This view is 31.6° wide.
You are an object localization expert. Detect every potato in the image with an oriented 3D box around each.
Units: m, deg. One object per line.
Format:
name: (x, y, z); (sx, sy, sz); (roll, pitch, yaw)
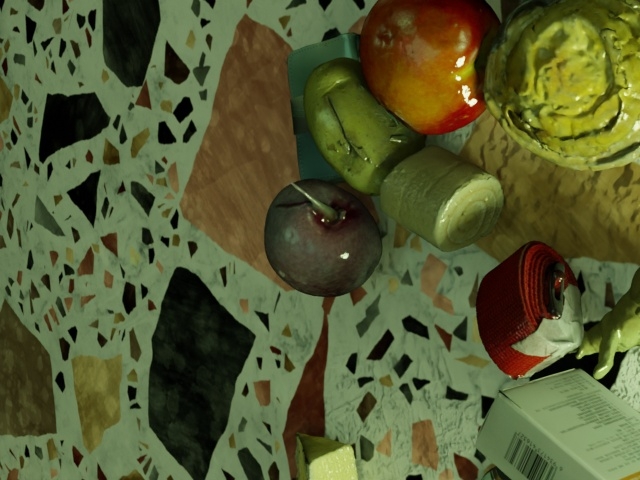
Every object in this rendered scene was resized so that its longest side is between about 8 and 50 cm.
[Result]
potato: (0.069, -0.182, 1.831); (0.143, 0.169, 0.248); (-30, 97, 35)

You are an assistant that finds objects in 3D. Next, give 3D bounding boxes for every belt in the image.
belt: (0.311, 0.096, 1.646); (0.124, 0.128, 0.200); (-44, 26, 41)

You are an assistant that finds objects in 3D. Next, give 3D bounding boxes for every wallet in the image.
wallet: (0.026, -0.225, 1.985); (0.176, 0.075, 0.250); (-7, 89, 44)

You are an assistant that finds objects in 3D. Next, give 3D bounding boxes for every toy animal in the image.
toy animal: (0.435, 0.112, 1.581); (0.218, 0.103, 0.101); (-63, 33, 34)

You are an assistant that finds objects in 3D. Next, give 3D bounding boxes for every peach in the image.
peach: (0.169, -0.280, 1.728); (0.243, 0.200, 0.243); (13, 108, 44)

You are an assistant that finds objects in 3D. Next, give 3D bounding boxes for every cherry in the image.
cherry: (0.000, 0.000, 1.958); (0.213, 0.184, 0.266); (46, 156, 12)

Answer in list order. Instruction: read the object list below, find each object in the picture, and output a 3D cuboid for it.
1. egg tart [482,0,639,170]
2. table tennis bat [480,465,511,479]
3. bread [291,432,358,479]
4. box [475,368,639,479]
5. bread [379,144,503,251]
egg tart: (0.353, -0.235, 1.561); (0.291, 0.107, 0.290); (5, 101, 28)
table tennis bat: (0.302, 0.504, 1.817); (0.173, 0.022, 0.301); (22, 109, 44)
bread: (-0.028, 0.491, 2.088); (0.178, 0.135, 0.240); (4, 100, 47)
box: (0.392, 0.314, 1.559); (0.299, 0.200, 0.106); (41, 124, 37)
bread: (0.189, -0.069, 1.770); (0.141, 0.148, 0.134); (34, 127, 39)
